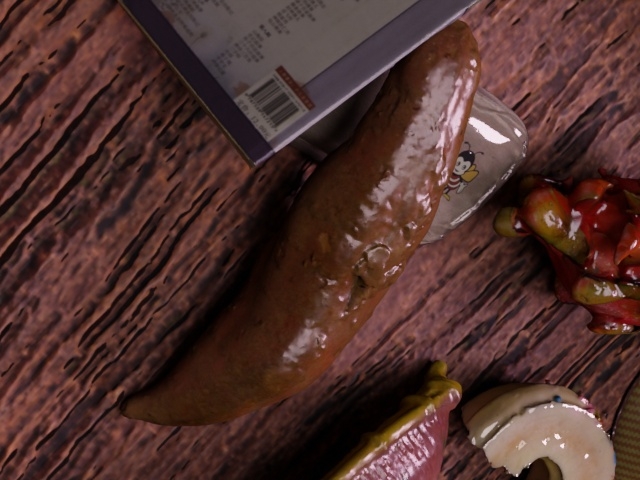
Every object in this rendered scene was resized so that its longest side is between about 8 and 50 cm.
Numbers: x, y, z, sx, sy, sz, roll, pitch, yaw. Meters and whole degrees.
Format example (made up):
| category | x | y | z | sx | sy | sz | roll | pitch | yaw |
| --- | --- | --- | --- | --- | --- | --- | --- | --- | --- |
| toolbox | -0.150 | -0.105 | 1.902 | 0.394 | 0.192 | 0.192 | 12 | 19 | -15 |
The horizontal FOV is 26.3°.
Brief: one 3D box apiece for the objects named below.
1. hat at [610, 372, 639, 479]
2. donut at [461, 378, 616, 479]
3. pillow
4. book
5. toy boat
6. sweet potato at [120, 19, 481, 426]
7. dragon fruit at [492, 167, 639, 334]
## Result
| category | x | y | z | sx | sy | sz | roll | pitch | yaw |
| --- | --- | --- | --- | --- | --- | --- | --- | --- | --- |
| hat | 0.352 | 0.180 | 1.196 | 0.193 | 0.082 | 0.193 | -10 | 111 | -26 |
| donut | 0.178 | 0.172 | 1.107 | 0.108 | 0.065 | 0.166 | -38 | 119 | -13 |
| pillow | 0.048 | -0.088 | 0.968 | 0.130 | 0.038 | 0.233 | -48 | 123 | 4 |
| book | 0.000 | -0.171 | 0.871 | 0.231 | 0.026 | 0.157 | -37 | 82 | -11 |
| toy boat | -0.008 | 0.203 | 1.001 | 0.318 | 0.099 | 0.141 | -32 | 159 | -17 |
| sweet potato | 0.009 | 0.010 | 0.934 | 0.106 | 0.095 | 0.354 | 34 | 102 | -22 |
| dragon fruit | 0.223 | 0.002 | 1.047 | 0.208 | 0.150 | 0.133 | 14 | 70 | -25 |
